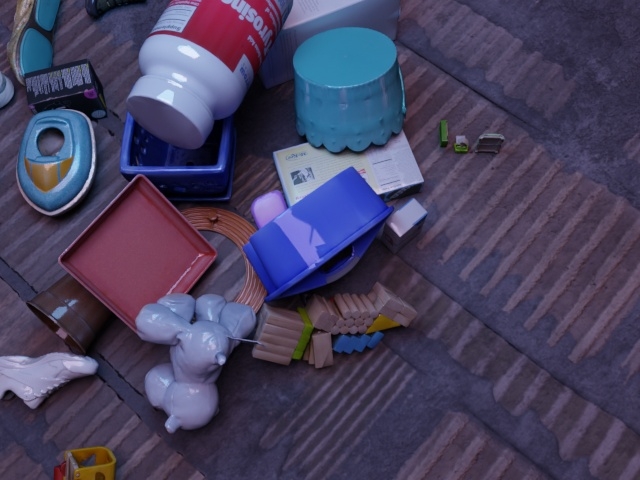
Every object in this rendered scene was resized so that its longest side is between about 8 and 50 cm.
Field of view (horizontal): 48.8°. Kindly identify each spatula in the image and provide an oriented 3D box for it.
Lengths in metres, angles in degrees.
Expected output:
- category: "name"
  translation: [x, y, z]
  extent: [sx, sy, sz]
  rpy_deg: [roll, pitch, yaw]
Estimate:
- category: "spatula"
  translation: [-0.078, 0.023, 1.636]
  extent: [0.084, 0.030, 0.296]
  rpy_deg: [-22, 69, -7]

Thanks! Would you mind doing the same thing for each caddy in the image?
- category: "caddy"
  translation: [0.000, 0.000, 1.497]
  extent: [0.341, 0.241, 0.179]
  rpy_deg: [-36, 91, -16]

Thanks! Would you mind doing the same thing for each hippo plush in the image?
- category: "hippo plush"
  translation: [-0.240, 0.260, 1.461]
  extent: [0.294, 0.234, 0.236]
  rpy_deg: [21, 111, 32]

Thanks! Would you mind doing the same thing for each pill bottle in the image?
- category: "pill bottle"
  translation: [-0.234, -0.406, 1.483]
  extent: [0.229, 0.229, 0.407]
  rpy_deg: [21, 69, 9]

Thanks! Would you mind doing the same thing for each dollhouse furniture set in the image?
- category: "dollhouse furniture set"
  translation: [0.366, -0.255, 1.717]
  extent: [0.152, 0.076, 0.058]
  rpy_deg: [1, 68, 3]

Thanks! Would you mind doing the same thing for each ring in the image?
- category: "ring"
  translation: [-0.280, 0.071, 1.620]
  extent: [0.337, 0.032, 0.336]
  rpy_deg: [0, 68, 1]

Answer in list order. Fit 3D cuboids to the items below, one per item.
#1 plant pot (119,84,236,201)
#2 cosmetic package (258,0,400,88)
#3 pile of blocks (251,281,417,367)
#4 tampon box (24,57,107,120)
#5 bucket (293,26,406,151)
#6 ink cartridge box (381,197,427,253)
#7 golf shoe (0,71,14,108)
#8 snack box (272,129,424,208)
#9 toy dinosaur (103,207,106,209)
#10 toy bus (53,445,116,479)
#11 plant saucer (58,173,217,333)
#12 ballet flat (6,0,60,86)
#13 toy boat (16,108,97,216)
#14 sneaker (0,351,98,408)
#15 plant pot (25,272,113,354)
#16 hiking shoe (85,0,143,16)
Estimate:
- category: "plant pot"
  translation: [-0.313, -0.213, 1.640]
  extent: [0.236, 0.212, 0.235]
  rpy_deg: [1, 68, 1]
- category: "cosmetic package"
  translation: [0.000, -0.559, 1.777]
  extent: [0.385, 0.217, 0.156]
  rpy_deg: [-24, 70, -10]
- category: "pile of blocks"
  translation: [0.022, 0.180, 1.545]
  extent: [0.363, 0.148, 0.112]
  rpy_deg: [-7, 24, -11]
- category: "tampon box"
  translation: [-0.630, -0.361, 1.755]
  extent: [0.161, 0.120, 0.101]
  rpy_deg: [-15, 68, -4]
- category: "bucket"
  translation: [0.065, -0.363, 1.670]
  extent: [0.282, 0.183, 0.281]
  rpy_deg: [-4, 48, 4]
- category: "ink cartridge box"
  translation: [0.189, -0.031, 1.604]
  extent: [0.088, 0.122, 0.052]
  rpy_deg: [-40, 76, -13]
- category: "golf shoe"
  translation: [-0.914, -0.333, 1.742]
  extent: [0.115, 0.140, 0.306]
  rpy_deg: [41, 75, 14]
- category: "snack box"
  translation: [0.064, -0.164, 1.694]
  extent: [0.322, 0.060, 0.187]
  rpy_deg: [-16, 68, -5]
- category: "toy dinosaur"
  translation: [-0.498, -0.026, 1.671]
  extent: [0.090, 0.047, 0.082]
  rpy_deg: [20, 75, 44]
- category: "toy bus"
  translation: [-0.456, 0.512, 1.398]
  extent: [0.105, 0.202, 0.190]
  rpy_deg: [1, 56, -32]
- category: "plant saucer"
  translation: [-0.389, 0.035, 1.519]
  extent: [0.259, 0.048, 0.258]
  rpy_deg: [49, 63, -25]
- category: "ballet flat"
  translation: [-0.761, -0.536, 1.846]
  extent: [0.123, 0.123, 0.348]
  rpy_deg: [1, 68, 1]
- category: "toy boat"
  translation: [-0.691, -0.185, 1.663]
  extent: [0.319, 0.148, 0.267]
  rpy_deg: [-5, 76, 2]
- category: "sneaker"
  translation: [-0.586, 0.301, 1.511]
  extent: [0.232, 0.090, 0.115]
  rpy_deg: [-6, 74, 8]
- category: "plant pot"
  translation: [-0.517, 0.131, 1.537]
  extent: [0.167, 0.167, 0.165]
  rpy_deg: [34, 65, 14]
- category: "hiking shoe"
  translation: [-0.532, -0.677, 1.903]
  extent: [0.114, 0.086, 0.226]
  rpy_deg: [33, 71, 17]
